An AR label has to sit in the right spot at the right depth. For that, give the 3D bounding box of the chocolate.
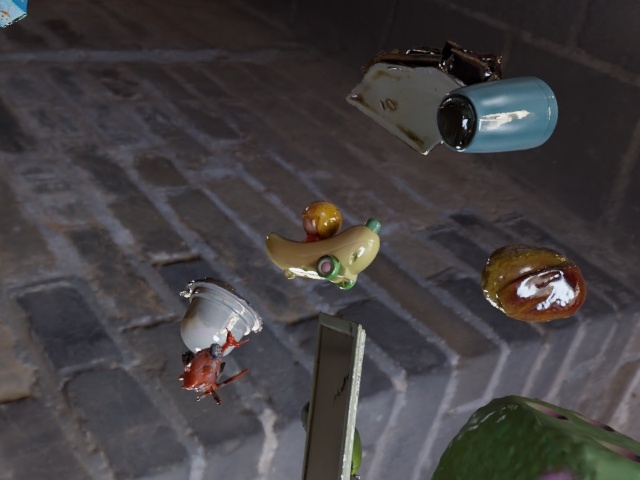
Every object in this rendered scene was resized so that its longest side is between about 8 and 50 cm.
[{"bbox_3d":[-0.259,0.195,1.946,0.221,0.147,0.221,27,147,19],"label":"chocolate"}]

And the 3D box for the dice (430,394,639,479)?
[{"bbox_3d":[0.371,0.439,1.278,0.330,0.322,0.318,26,94,50],"label":"dice"}]

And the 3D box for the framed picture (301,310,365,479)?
[{"bbox_3d":[0.013,0.246,1.108,0.231,0.018,0.293,176,100,-78],"label":"framed picture"}]

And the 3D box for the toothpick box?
[{"bbox_3d":[0.278,-0.198,1.331,0.120,0.184,0.120,23,118,51],"label":"toothpick box"}]

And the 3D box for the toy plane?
[{"bbox_3d":[-0.168,0.195,1.369,0.126,0.194,0.077,-10,109,40],"label":"toy plane"}]

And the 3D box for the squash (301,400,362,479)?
[{"bbox_3d":[0.021,0.331,1.389,0.331,0.087,0.087,-133,40,-79],"label":"squash"}]

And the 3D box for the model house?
[{"bbox_3d":[0.283,-0.388,1.959,0.297,0.282,0.317,49,143,3],"label":"model house"}]

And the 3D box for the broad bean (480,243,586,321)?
[{"bbox_3d":[0.429,0.087,1.690,0.122,0.229,0.156,-125,46,-73],"label":"broad bean"}]

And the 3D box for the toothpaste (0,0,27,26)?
[{"bbox_3d":[-0.501,-0.397,1.104,0.050,0.267,0.065,-19,53,22],"label":"toothpaste"}]

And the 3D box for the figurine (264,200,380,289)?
[{"bbox_3d":[0.000,0.000,2.150,0.325,0.124,0.222,6,79,31],"label":"figurine"}]
